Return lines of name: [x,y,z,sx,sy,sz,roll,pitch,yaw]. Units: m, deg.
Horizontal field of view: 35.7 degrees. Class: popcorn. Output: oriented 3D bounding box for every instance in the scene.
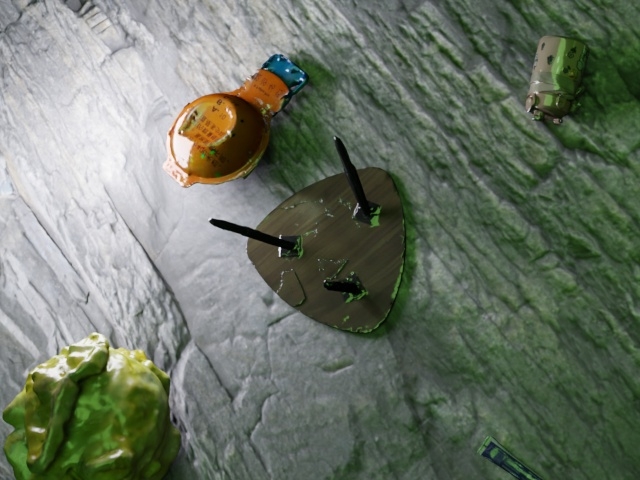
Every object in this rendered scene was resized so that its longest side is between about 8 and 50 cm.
popcorn: [-0.407,0.327,1.747,0.312,0.312,0.312,-5,75,17]

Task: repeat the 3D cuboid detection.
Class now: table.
table: [0.000,0.000,1.725,0.318,0.249,0.317,-5,74,17]

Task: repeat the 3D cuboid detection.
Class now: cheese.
cheese: [-0.164,-0.230,1.909,0.217,0.129,0.329,39,78,26]

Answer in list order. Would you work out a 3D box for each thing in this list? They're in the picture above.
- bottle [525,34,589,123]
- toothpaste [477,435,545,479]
bottle: [0.415,-0.277,1.755,0.099,0.099,0.152,12,87,20]
toothpaste: [0.326,0.377,1.645,0.140,0.021,0.037,34,89,24]
